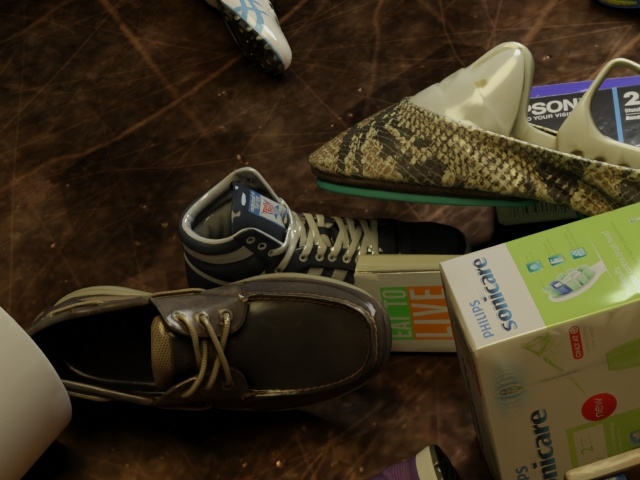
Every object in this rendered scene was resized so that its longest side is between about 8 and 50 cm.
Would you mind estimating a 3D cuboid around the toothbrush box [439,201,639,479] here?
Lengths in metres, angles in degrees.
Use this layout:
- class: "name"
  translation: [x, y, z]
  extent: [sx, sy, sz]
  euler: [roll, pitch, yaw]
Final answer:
- class: "toothbrush box"
  translation: [0.262, 0.088, 1.260]
  extent: [0.283, 0.206, 0.122]
  euler: [-16, 38, -1]

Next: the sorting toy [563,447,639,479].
- class: "sorting toy"
  translation: [0.273, 0.202, 1.218]
  extent: [0.274, 0.132, 0.046]
  euler: [-18, 64, -2]

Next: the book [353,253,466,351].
- class: "book"
  translation: [0.110, 0.060, 1.411]
  extent: [0.144, 0.096, 0.035]
  euler: [-1, 32, 14]

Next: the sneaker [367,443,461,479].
- class: "sneaker"
  translation: [0.080, 0.305, 1.204]
  extent: [0.124, 0.107, 0.283]
  euler: [-26, 41, 11]

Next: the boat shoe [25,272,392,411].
- class: "boat shoe"
  translation: [-0.112, 0.106, 1.377]
  extent: [0.355, 0.132, 0.130]
  euler: [-5, 7, 20]

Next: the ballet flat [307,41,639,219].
- class: "ballet flat"
  translation: [0.235, -0.086, 1.405]
  extent: [0.483, 0.182, 0.164]
  euler: [14, 15, 12]

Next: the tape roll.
- class: "tape roll"
  translation: [-0.369, 0.146, 1.351]
  extent: [0.246, 0.246, 0.169]
  euler: [20, 55, 29]

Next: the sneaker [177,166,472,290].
- class: "sneaker"
  translation: [0.000, 0.000, 1.455]
  extent: [0.282, 0.153, 0.099]
  euler: [-9, 47, 6]

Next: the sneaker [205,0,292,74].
- class: "sneaker"
  translation: [-0.084, -0.283, 1.792]
  extent: [0.086, 0.085, 0.237]
  euler: [-28, 48, -6]

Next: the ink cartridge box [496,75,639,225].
- class: "ink cartridge box"
  translation: [0.281, -0.111, 1.564]
  extent: [0.206, 0.045, 0.208]
  euler: [-6, 45, 10]

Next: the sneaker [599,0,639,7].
- class: "sneaker"
  translation: [0.392, -0.290, 1.686]
  extent: [0.188, 0.067, 0.078]
  euler: [20, 61, 33]
